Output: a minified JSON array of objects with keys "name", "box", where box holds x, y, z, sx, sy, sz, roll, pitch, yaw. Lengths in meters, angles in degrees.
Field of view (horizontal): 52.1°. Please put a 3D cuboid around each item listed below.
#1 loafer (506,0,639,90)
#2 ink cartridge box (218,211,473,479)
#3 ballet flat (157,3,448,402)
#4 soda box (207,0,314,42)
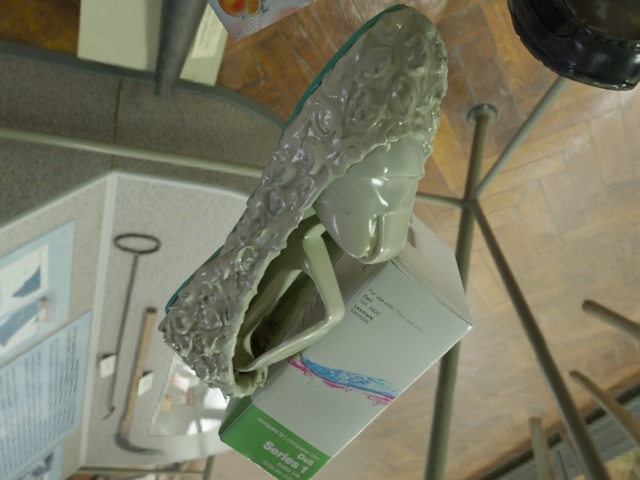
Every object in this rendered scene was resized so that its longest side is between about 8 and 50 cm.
[{"name":"loafer","box":[0.151,-0.169,0.371,0.076,0.223,0.078,13,139,-2]},{"name":"ink cartridge box","box":[0.027,0.105,0.738,0.117,0.201,0.278,38,110,-11]},{"name":"ballet flat","box":[0.000,0.000,0.584,0.146,0.147,0.409,20,125,-30]},{"name":"soda box","box":[0.009,-0.186,0.388,0.183,0.063,0.058,-13,123,36]}]
